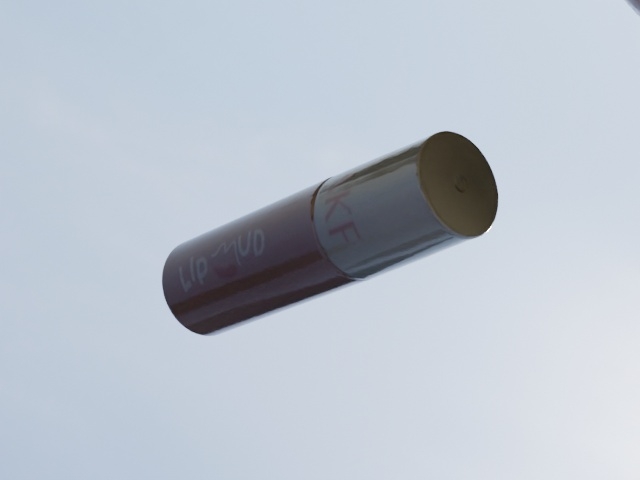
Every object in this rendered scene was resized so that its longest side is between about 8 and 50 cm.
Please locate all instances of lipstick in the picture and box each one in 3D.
[{"bbox_3d":[0.000,0.000,1.172,0.070,0.254,0.070,17,-117,-38],"label":"lipstick"}]

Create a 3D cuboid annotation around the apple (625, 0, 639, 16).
[{"bbox_3d":[0.344,-0.298,1.307,0.339,0.339,0.339,24,-156,-11],"label":"apple"}]
